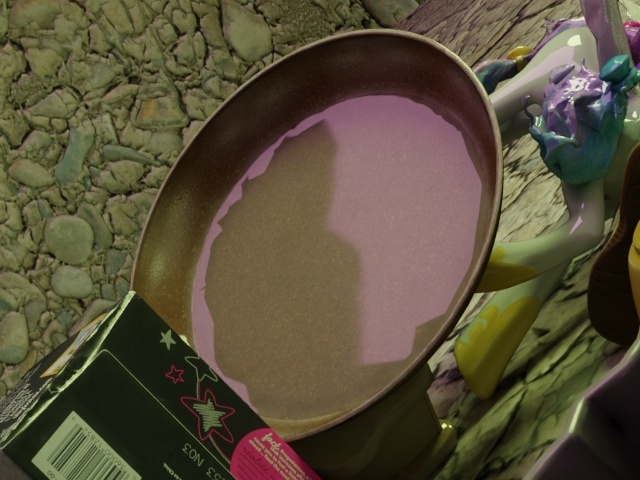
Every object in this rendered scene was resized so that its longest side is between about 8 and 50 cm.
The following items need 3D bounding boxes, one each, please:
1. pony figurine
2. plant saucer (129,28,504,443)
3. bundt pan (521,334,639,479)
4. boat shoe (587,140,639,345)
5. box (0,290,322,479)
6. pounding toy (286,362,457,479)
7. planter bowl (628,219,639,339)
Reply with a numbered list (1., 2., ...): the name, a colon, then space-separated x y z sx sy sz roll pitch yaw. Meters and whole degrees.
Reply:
1. pony figurine: 0.201 -0.111 1.143 0.363 0.303 0.351 -36 44 20
2. plant saucer: 0.000 0.000 1.084 0.310 0.050 0.311 -21 54 31
3. bundt pan: 0.209 0.088 0.526 0.331 0.124 0.331 -42 10 9
4. boat shoe: 0.208 -0.003 0.993 0.049 0.056 0.152 -41 -30 -50
5. box: -0.105 0.189 0.973 0.142 0.247 0.163 -37 11 41
6. pounding toy: -0.029 0.149 1.160 0.269 0.155 0.154 -1 43 27
7. planter bowl: 0.238 0.003 0.878 0.217 0.090 0.217 -42 10 9
